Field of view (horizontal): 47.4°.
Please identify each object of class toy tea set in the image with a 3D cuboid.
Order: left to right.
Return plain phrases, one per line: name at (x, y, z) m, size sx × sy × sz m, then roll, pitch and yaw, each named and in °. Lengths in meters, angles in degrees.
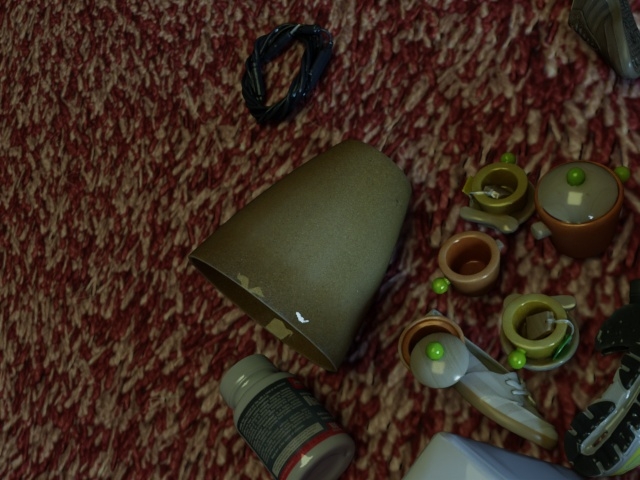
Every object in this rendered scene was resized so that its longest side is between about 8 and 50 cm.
toy tea set at (0.211, 0.024, 0.821) m, size 0.200 × 0.124 × 0.336 m, roll 14°, pitch 63°, yaw 30°

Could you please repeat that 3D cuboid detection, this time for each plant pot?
plant pot at (0.000, 0.000, 0.953) m, size 0.237 × 0.237 × 0.254 m, roll 28°, pitch 72°, yaw 34°

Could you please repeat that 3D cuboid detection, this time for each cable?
cable at (-0.069, -0.273, 1.173) m, size 0.150 × 0.047 × 0.184 m, roll 26°, pitch 87°, yaw 34°

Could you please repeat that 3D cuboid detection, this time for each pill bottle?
pill bottle at (-0.049, 0.235, 0.943) m, size 0.108 × 0.108 × 0.180 m, roll -50°, pitch 57°, yaw 5°

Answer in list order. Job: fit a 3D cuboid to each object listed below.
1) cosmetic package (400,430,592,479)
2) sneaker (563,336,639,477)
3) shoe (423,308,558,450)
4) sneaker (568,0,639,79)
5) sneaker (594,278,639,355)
cosmetic package at (0.166, 0.312, 0.586) m, size 0.161 × 0.453 × 0.230 m, roll 37°, pitch 91°, yaw 35°
sneaker at (0.347, 0.166, 0.754) m, size 0.208 × 0.094 × 0.081 m, roll -46°, pitch 42°, yaw 12°
shoe at (0.190, 0.159, 0.854) m, size 0.219 × 0.076 × 0.058 m, roll 37°, pitch 98°, yaw 36°
sneaker at (0.360, -0.275, 0.934) m, size 0.071 × 0.066 × 0.188 m, roll -25°, pitch 55°, yaw 39°
sneaker at (0.390, 0.090, 0.786) m, size 0.170 × 0.051 × 0.089 m, roll 3°, pitch 74°, yaw 35°
